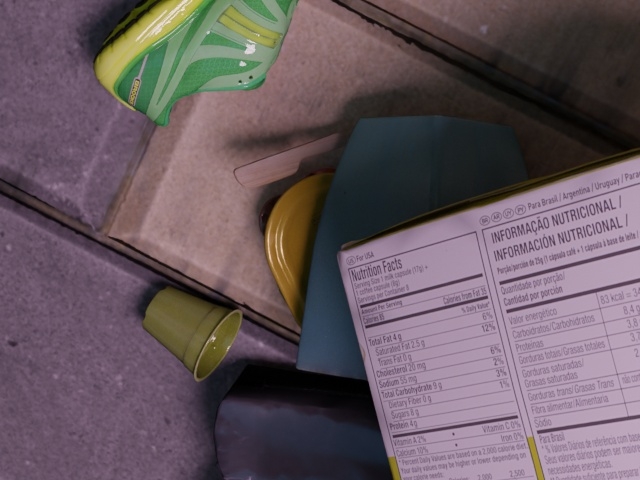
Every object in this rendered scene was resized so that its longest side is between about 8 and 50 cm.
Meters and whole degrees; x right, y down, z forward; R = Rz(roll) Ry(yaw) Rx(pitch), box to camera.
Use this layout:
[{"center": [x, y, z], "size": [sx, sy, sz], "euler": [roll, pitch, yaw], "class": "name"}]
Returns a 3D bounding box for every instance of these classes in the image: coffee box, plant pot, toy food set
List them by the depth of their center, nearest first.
[{"center": [0.275, 0.101, 1.101], "size": [0.338, 0.338, 0.334], "euler": [-19, 85, 47], "class": "coffee box"}, {"center": [0.096, 0.008, 1.300], "size": [0.165, 0.166, 0.234], "euler": [3, 90, 48], "class": "plant pot"}, {"center": [0.000, 0.000, 1.397], "size": [0.128, 0.071, 0.218], "euler": [-28, 107, -15], "class": "toy food set"}, {"center": [-0.134, 0.086, 1.444], "size": [0.079, 0.083, 0.083], "euler": [31, 110, 14], "class": "plant pot"}]

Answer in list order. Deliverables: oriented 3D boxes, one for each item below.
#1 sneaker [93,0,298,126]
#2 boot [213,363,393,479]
[{"center": [-0.071, -0.212, 1.339], "size": [0.295, 0.109, 0.123], "euler": [-31, 117, 18], "class": "sneaker"}, {"center": [0.108, 0.330, 1.418], "size": [0.445, 0.146, 0.367], "euler": [6, 95, 4], "class": "boot"}]
